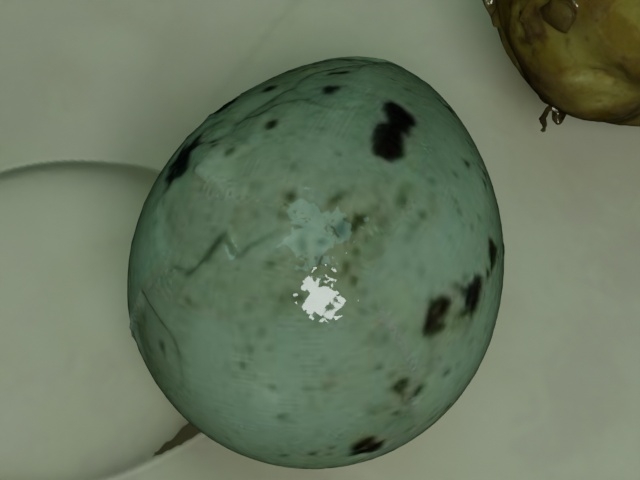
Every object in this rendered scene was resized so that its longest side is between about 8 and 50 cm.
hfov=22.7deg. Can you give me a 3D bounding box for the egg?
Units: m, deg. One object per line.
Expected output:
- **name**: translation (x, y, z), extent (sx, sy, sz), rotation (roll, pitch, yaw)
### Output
- **egg**: translation (0.000, 0.000, 0.555), extent (0.131, 0.131, 0.164), rotation (7, 49, 3)

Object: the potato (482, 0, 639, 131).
- **potato**: translation (0.195, -0.136, 0.642), extent (0.300, 0.140, 0.173), rotation (-35, 52, -27)
